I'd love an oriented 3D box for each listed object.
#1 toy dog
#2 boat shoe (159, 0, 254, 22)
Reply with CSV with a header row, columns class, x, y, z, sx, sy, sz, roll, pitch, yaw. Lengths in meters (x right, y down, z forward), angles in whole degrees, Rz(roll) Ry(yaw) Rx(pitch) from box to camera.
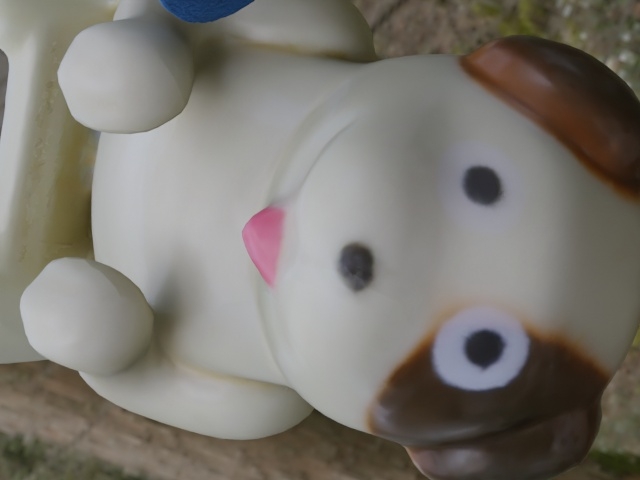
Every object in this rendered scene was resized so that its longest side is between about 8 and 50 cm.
class,x,y,z,sx,sy,sz,roll,pitch,yaw
toy dog,0.000,0.000,0.894,0.408,0.395,0.285,17,88,55
boat shoe,-0.071,-0.213,0.694,0.089,0.109,0.258,52,162,38
